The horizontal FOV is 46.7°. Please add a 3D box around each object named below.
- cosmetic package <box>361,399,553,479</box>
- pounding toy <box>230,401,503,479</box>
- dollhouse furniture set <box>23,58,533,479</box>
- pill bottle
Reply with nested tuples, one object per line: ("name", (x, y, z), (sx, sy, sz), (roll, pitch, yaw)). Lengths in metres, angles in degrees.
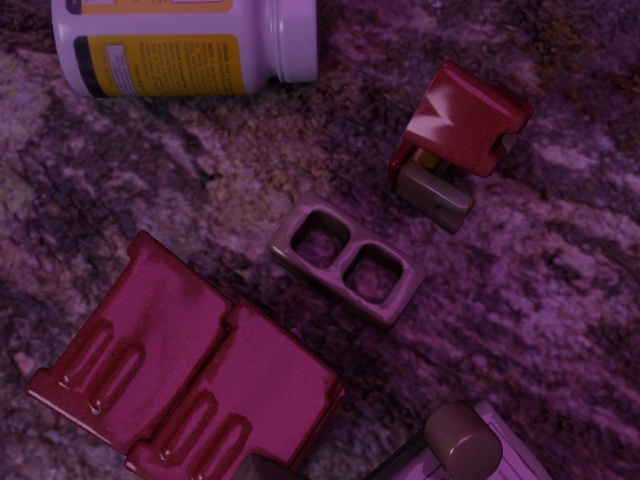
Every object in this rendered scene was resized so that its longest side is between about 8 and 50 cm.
("cosmetic package", (0.039, 0.259, 0.504), (0.296, 0.129, 0.153), (-37, 80, -8))
("pounding toy", (0.033, 0.184, 0.375), (0.181, 0.094, 0.206), (33, 93, -19))
("dollhouse furniture set", (0.000, 0.000, 0.535), (0.152, 0.201, 0.374), (34, 79, 9))
("pill bottle", (-0.105, -0.182, 0.627), (0.208, 0.119, 0.119), (0, 75, 1))
